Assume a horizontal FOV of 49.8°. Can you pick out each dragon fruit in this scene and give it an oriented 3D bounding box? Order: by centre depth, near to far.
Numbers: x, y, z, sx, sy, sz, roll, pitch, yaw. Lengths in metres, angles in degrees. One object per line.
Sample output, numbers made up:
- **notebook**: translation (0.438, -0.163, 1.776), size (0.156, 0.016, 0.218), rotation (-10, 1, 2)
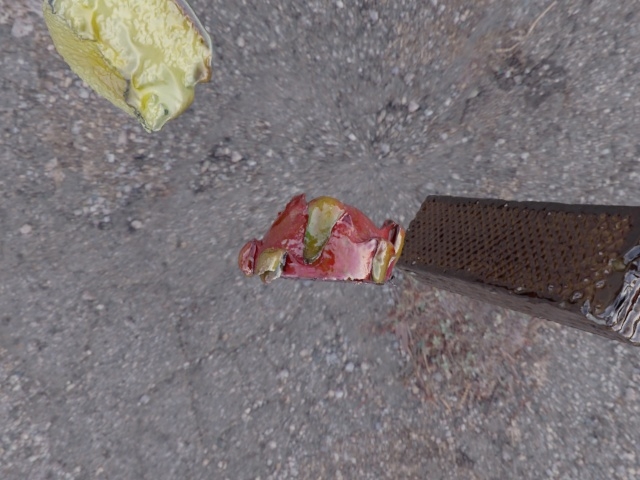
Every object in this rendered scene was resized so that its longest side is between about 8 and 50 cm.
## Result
- **dragon fruit**: translation (0.002, 0.000, 0.514), size (0.126, 0.112, 0.068), rotation (5, 86, -23)

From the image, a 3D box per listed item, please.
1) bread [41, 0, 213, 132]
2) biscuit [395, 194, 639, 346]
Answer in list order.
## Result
- **bread**: translation (-0.278, -0.287, 0.970), size (0.133, 0.251, 0.174), rotation (16, 67, 41)
- **biscuit**: translation (0.207, 0.017, 0.740), size (0.073, 0.388, 0.107), rotation (33, 83, -20)
